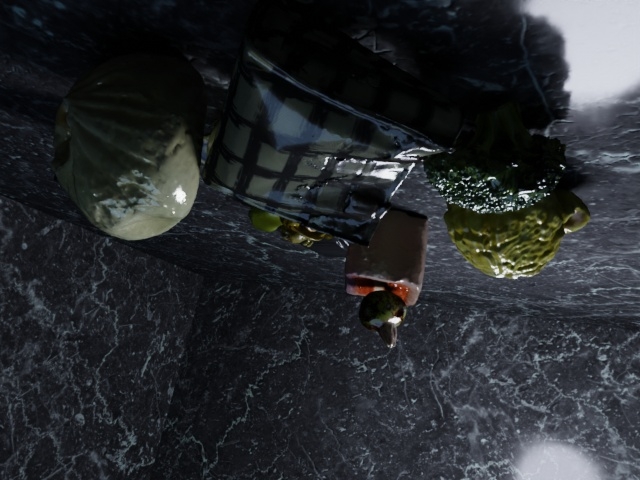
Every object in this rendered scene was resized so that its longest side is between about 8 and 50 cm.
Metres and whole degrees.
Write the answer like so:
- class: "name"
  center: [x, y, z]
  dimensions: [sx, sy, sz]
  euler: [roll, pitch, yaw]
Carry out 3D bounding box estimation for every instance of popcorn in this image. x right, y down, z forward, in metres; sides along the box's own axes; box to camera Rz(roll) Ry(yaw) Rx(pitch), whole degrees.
- class: "popcorn"
  center: [0.397, -0.027, 1.003]
  dimensions: [0.286, 0.225, 0.174]
  euler: [15, -163, -18]

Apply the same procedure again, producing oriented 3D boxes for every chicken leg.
- class: "chicken leg"
  center: [-0.039, -0.039, 1.542]
  dimensions: [0.227, 0.103, 0.088]
  euler: [-2, 146, 31]

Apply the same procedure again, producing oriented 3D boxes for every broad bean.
- class: "broad bean"
  center: [-0.166, -0.085, 1.529]
  dimensions: [0.124, 0.082, 0.174]
  euler: [16, 155, -18]

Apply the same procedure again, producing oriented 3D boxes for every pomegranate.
- class: "pomegranate"
  center: [0.181, 0.223, 1.367]
  dimensions: [0.138, 0.163, 0.125]
  euler: [-11, 176, -1]

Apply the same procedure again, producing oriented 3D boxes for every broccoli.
- class: "broccoli"
  center: [0.293, -0.132, 0.790]
  dimensions: [0.176, 0.226, 0.198]
  euler: [52, -169, -25]

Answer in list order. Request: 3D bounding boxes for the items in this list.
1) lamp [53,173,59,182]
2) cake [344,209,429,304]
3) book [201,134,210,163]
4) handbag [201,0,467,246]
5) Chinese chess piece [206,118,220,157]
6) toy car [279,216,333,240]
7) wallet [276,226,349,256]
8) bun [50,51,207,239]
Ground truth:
- class: "lamp"
  center: [-0.546, -0.193, 1.225]
  dimensions: [0.197, 0.198, 0.244]
  euler: [10, -179, 7]
- class: "cake"
  center: [0.196, 0.054, 1.452]
  dimensions: [0.237, 0.230, 0.309]
  euler: [8, 165, 7]
- class: "book"
  center: [-0.176, -0.207, 1.179]
  dimensions: [0.322, 0.018, 0.228]
  euler: [1, 160, 37]
- class: "handbag"
  center: [0.000, -0.157, 0.755]
  dimensions: [0.327, 0.163, 0.325]
  euler: [23, 145, -10]
- class: "Chinese chess piece"
  center: [-0.138, -0.180, 1.042]
  dimensions: [0.237, 0.092, 0.238]
  euler: [12, 165, 3]
- class: "toy car"
  center: [-0.012, -0.072, 1.310]
  dimensions: [0.200, 0.142, 0.248]
  euler: [21, 161, -28]
- class: "wallet"
  center: [0.000, 0.000, 1.771]
  dimensions: [0.247, 0.041, 0.323]
  euler: [-4, 155, 45]
- class: "bun"
  center: [-0.354, -0.177, 0.864]
  dimensions: [0.227, 0.352, 0.349]
  euler: [9, 131, -34]
